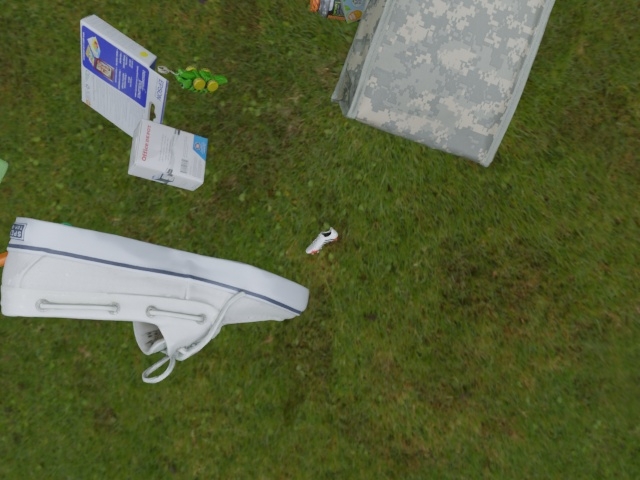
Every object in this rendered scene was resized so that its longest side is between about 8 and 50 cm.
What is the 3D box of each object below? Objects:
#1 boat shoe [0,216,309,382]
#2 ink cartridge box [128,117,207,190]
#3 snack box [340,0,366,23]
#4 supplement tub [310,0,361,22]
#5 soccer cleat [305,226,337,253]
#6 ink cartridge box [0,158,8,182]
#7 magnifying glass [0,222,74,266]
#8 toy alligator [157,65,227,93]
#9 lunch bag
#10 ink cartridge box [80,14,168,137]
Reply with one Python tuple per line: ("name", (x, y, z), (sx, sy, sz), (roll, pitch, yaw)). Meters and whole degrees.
("boat shoe", (-0.183, 0.089, 0.674), (0.366, 0.135, 0.157), (16, 83, -36))
("ink cartridge box", (-0.417, -0.233, 1.546), (0.190, 0.082, 0.140), (13, 68, -31))
("snack box", (0.097, -0.400, 0.862), (0.141, 0.100, 0.037), (-19, 72, 4))
("supplement tub", (0.070, -0.697, 1.621), (0.190, 0.117, 0.117), (4, 108, -9))
("soccer cleat", (0.000, 0.000, 1.269), (0.083, 0.029, 0.036), (-29, 130, 5))
("ink cartridge box", (-0.523, -0.067, 0.519), (0.119, 0.353, 0.207), (13, 76, 41))
("magnifying glass", (-0.622, 0.021, 1.214), (0.230, 0.092, 0.026), (-14, 137, 16))
("toy alligator", (-0.307, -0.377, 1.333), (0.056, 0.189, 0.051), (56, 129, 25))
("lunch bag", (0.173, -0.286, 0.796), (0.235, 0.169, 0.287), (16, 111, -14))
("ink cartridge box", (-0.564, -0.446, 1.644), (0.307, 0.072, 0.304), (34, 140, 3))
